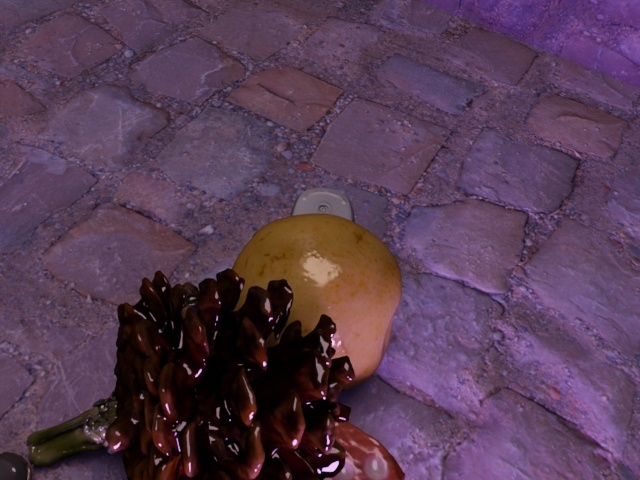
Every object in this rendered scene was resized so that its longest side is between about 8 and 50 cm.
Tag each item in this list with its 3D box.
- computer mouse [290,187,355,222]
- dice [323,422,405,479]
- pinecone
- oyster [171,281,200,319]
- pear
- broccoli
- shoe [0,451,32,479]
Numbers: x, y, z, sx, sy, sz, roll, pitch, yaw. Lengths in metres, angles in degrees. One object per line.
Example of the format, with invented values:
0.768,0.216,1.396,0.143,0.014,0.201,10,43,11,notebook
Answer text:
-0.001,0.003,1.510,0.159,0.097,0.288,6,59,-3,computer mouse
0.026,0.421,1.083,0.179,0.175,0.174,33,52,17,dice
-0.132,0.219,0.938,0.398,0.397,0.397,3,48,-4,pinecone
-0.236,0.214,1.296,0.221,0.096,0.361,-14,49,-10,oyster
-0.008,0.113,1.240,0.348,0.348,0.348,3,48,-4,pear
-0.367,0.332,1.113,0.275,0.198,0.177,-21,98,-15,broccoli
-0.581,0.451,0.982,0.132,0.171,0.336,19,49,11,shoe
